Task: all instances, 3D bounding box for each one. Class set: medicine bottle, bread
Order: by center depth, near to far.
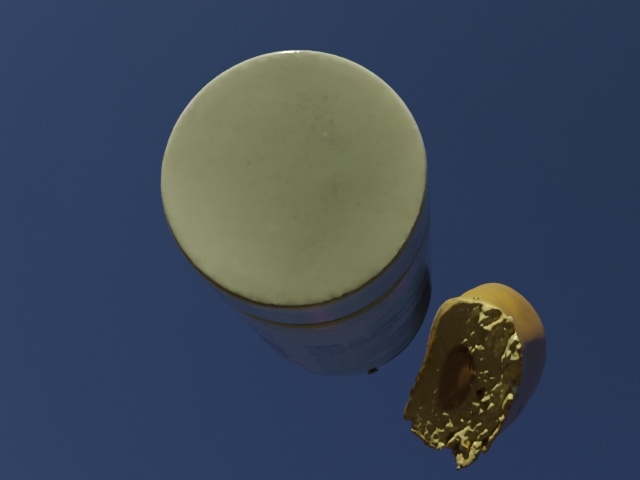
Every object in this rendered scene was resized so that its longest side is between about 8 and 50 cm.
[{"bbox_3d":[0.000,0.000,0.465,0.086,0.183,0.086,-1,-103,6],"label":"medicine bottle"},{"bbox_3d":[0.137,0.107,1.015,0.085,0.173,0.134,20,-79,17],"label":"bread"}]
